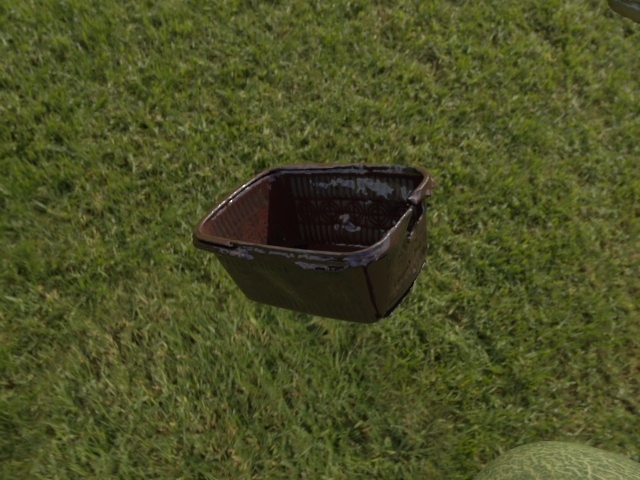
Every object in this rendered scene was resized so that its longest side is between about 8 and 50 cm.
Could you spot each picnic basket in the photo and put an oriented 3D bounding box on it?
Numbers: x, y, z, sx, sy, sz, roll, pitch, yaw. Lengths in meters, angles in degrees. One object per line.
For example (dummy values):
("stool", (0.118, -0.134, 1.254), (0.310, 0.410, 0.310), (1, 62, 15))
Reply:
("picnic basket", (0.000, 0.000, 0.783), (0.297, 0.129, 0.222), (7, 40, 35))

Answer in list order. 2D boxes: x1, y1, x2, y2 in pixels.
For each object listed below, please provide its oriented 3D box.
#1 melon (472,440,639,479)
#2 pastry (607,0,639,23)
("melon", (0.226, 0.295, 0.464), (0.238, 0.301, 0.237), (-4, 112, -11))
("pastry", (0.524, -0.398, 0.903), (0.182, 0.093, 0.192), (7, 53, 1))
